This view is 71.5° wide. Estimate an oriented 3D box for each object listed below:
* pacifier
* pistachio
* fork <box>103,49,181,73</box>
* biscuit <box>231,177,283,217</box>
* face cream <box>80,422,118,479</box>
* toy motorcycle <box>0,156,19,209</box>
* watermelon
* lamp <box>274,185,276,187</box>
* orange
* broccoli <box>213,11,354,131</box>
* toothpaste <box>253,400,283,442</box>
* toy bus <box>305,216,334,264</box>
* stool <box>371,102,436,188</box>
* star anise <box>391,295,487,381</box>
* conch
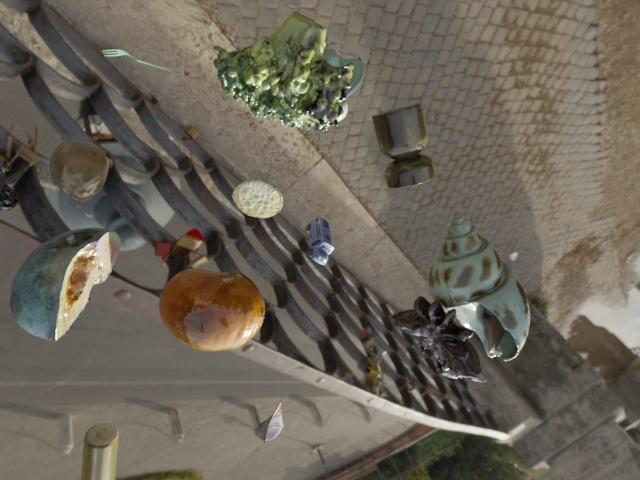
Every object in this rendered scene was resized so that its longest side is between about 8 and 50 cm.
[{"bbox_3d":[0.009,-0.519,1.553,0.288,0.343,0.269,-40,137,-6],"label":"pacifier"},{"bbox_3d":[-0.672,-0.202,1.248,0.153,0.238,0.137,-24,133,-16],"label":"pistachio"},{"bbox_3d":[-0.546,-0.554,1.372,0.235,0.039,0.021,12,85,-10],"label":"fork"},{"bbox_3d":[-0.181,-0.119,1.292,0.152,0.020,0.152,5,136,5],"label":"biscuit"},{"bbox_3d":[-0.467,0.545,0.926,0.067,0.139,0.284,4,86,-23],"label":"face cream"},{"bbox_3d":[-0.873,-0.216,1.057,0.125,0.358,0.213,-35,170,11],"label":"toy motorcycle"},{"bbox_3d":[-0.635,0.058,1.074,0.188,0.321,0.175,12,122,-7],"label":"watermelon"},{"bbox_3d":[-0.179,-0.152,1.487,0.083,0.031,0.063,-35,169,-16],"label":"lamp"},{"bbox_3d":[-0.339,0.218,1.389,0.311,0.274,0.274,6,129,-22],"label":"orange"},{"bbox_3d":[-0.090,-0.388,1.088,0.335,0.324,0.272,24,138,-1],"label":"broccoli"},{"bbox_3d":[-0.112,0.414,0.991,0.075,0.048,0.301,-37,164,-22],"label":"toothpaste"},{"bbox_3d":[0.000,0.000,1.570,0.076,0.167,0.073,-32,136,28],"label":"toy bus"},{"bbox_3d":[0.297,-0.337,1.582,0.179,0.179,0.264,-20,106,-14],"label":"stool"},{"bbox_3d":[0.294,0.249,1.101,0.111,0.257,0.198,-29,162,-27],"label":"star anise"},{"bbox_3d":[0.397,0.118,1.119,0.197,0.249,0.368,-45,113,-8],"label":"conch"}]
